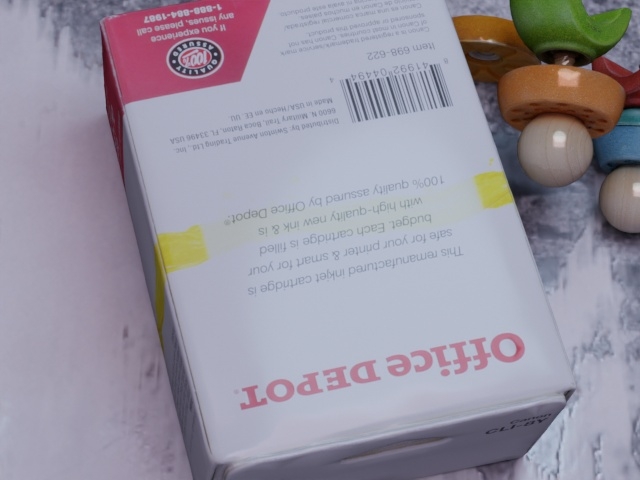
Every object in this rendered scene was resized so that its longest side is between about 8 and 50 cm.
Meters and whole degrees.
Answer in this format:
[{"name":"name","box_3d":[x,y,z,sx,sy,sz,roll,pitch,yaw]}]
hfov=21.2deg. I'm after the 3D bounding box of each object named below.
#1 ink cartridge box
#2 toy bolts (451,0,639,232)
[{"name":"ink cartridge box","box_3d":[0.000,0.000,1.348,0.279,0.160,0.384,-10,66,-12]},{"name":"toy bolts","box_3d":[0.206,-0.097,1.444,0.228,0.218,0.158,18,74,-35]}]
